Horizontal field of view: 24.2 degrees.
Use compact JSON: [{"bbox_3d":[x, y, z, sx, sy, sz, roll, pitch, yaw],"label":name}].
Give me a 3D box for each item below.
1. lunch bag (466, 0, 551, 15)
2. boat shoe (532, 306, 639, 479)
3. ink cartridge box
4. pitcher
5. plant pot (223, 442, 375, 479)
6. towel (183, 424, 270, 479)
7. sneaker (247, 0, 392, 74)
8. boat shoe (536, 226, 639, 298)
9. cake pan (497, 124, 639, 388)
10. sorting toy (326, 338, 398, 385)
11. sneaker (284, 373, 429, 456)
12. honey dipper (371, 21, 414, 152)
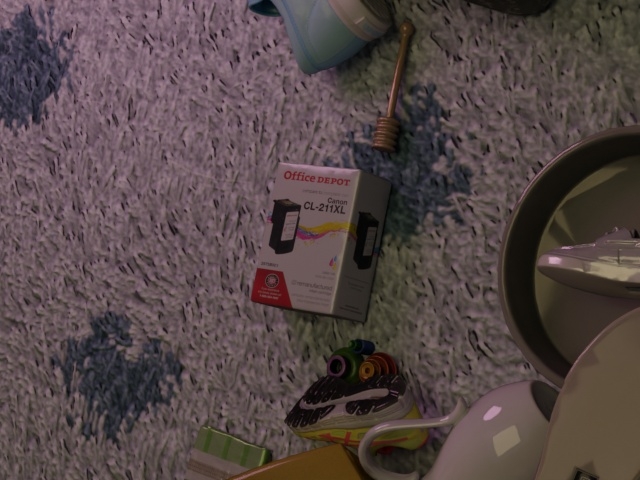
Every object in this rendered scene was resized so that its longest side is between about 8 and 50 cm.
[{"bbox_3d":[0.119,-0.404,1.674,0.305,0.256,0.213,27,95,36],"label":"lunch bag"},{"bbox_3d":[0.282,0.226,1.464,0.127,0.158,0.341,29,90,24],"label":"boat shoe"},{"bbox_3d":[0.000,0.000,1.774,0.127,0.072,0.175,7,84,36],"label":"ink cartridge box"},{"bbox_3d":[0.157,0.223,1.563,0.178,0.125,0.207,44,113,-6],"label":"pitcher"},{"bbox_3d":[0.003,0.344,1.616,0.187,0.212,0.212,-35,58,5],"label":"plant pot"},{"bbox_3d":[-0.123,0.313,1.821,0.113,0.023,0.152,16,86,34],"label":"towel"},{"bbox_3d":[-0.054,-0.365,1.862,0.150,0.135,0.366,-37,59,20],"label":"sneaker"},{"bbox_3d":[0.309,0.018,1.498,0.184,0.066,0.063,2,66,37],"label":"boat shoe"},{"bbox_3d":[0.326,0.027,1.554,0.293,0.054,0.293,-9,74,33],"label":"cake pan"},{"bbox_3d":[0.041,0.144,1.730,0.102,0.042,0.061,3,81,35],"label":"sorting toy"},{"bbox_3d":[0.041,0.210,1.696,0.208,0.094,0.081,-7,39,53],"label":"sneaker"},{"bbox_3d":[0.089,-0.186,1.784,0.030,0.030,0.161,5,80,35],"label":"honey dipper"}]
